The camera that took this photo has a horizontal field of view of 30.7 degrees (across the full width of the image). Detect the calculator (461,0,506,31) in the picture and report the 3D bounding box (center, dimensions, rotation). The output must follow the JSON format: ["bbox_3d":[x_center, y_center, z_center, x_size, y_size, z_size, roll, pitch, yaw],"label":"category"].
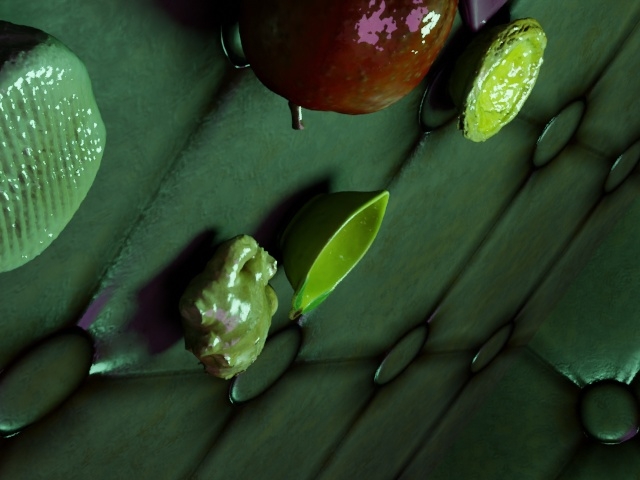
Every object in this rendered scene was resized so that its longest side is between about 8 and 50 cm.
[{"bbox_3d":[0.220,-0.345,1.462,0.127,0.034,0.190,-49,157,-5],"label":"calculator"}]

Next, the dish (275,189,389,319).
[{"bbox_3d":[0.000,0.000,1.522,0.208,0.080,0.149,-51,160,-1],"label":"dish"}]

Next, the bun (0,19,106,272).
[{"bbox_3d":[-0.271,-0.072,0.924,0.221,0.108,0.221,-46,156,-28],"label":"bun"}]

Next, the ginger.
[{"bbox_3d":[-0.112,0.091,1.436,0.216,0.102,0.157,73,37,-59],"label":"ginger"}]

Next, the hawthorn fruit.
[{"bbox_3d":[0.016,-0.207,1.109,0.205,0.205,0.253,-15,143,-52],"label":"hawthorn fruit"}]

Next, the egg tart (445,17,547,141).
[{"bbox_3d":[0.237,-0.229,1.603,0.191,0.074,0.191,-38,152,-25],"label":"egg tart"}]
